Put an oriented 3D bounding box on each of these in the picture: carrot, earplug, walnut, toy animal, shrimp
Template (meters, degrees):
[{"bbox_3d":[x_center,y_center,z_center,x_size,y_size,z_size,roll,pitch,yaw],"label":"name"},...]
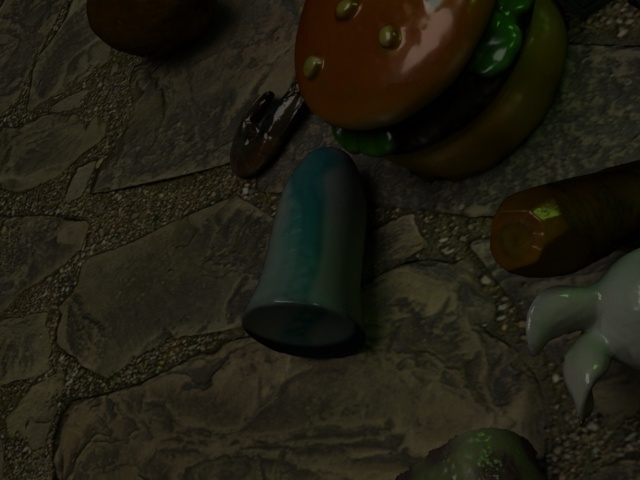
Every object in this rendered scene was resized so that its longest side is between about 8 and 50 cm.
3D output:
[{"bbox_3d":[0.320,-0.027,1.427,0.114,0.302,0.114,14,110,42],"label":"carrot"},{"bbox_3d":[0.000,0.000,1.812,0.185,0.185,0.324,-17,50,38],"label":"earplug"},{"bbox_3d":[-0.326,-0.467,2.348,0.336,0.209,0.209,4,72,47],"label":"walnut"},{"bbox_3d":[0.405,0.079,1.322,0.310,0.247,0.183,-16,92,53],"label":"toy animal"},{"bbox_3d":[-0.088,-0.222,2.088,0.251,0.052,0.143,-48,41,16],"label":"shrimp"}]

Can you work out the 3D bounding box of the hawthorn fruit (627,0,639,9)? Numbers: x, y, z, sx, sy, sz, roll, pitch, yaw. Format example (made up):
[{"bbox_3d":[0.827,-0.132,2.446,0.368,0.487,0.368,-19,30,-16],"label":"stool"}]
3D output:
[{"bbox_3d":[0.450,-0.352,1.614,0.077,0.077,0.077,-22,54,35],"label":"hawthorn fruit"}]

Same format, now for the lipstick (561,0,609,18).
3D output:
[{"bbox_3d":[0.351,-0.497,1.780,0.076,0.080,0.371,-34,49,28],"label":"lipstick"}]

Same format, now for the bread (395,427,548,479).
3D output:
[{"bbox_3d":[0.204,0.403,1.384,0.187,0.155,0.338,-40,46,29],"label":"bread"}]

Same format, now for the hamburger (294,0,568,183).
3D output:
[{"bbox_3d":[0.147,-0.291,1.724,0.396,0.277,0.396,-24,53,36],"label":"hamburger"}]

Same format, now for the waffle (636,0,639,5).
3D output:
[{"bbox_3d":[0.546,-0.395,1.511,0.309,0.056,0.292,-14,58,21],"label":"waffle"}]
